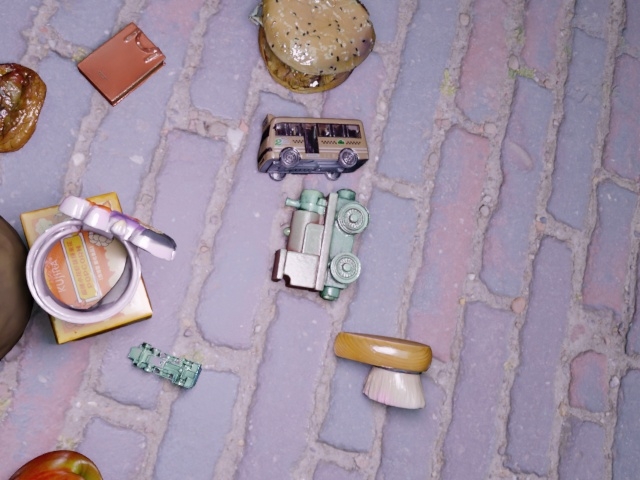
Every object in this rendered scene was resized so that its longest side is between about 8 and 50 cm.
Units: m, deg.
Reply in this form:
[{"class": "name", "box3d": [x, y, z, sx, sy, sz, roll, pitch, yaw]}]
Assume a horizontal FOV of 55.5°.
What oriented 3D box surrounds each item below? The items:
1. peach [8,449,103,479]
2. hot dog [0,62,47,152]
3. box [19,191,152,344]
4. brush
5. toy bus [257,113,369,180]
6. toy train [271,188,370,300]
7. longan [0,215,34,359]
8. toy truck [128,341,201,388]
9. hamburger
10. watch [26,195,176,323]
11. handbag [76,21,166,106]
[{"class": "peach", "box3d": [-0.601, 0.602, 1.305, 0.248, 0.245, 0.275, 41, 81, 22]}, {"class": "hot dog", "box3d": [-0.747, -0.323, 1.450, 0.160, 0.099, 0.227, 12, 75, -16]}, {"class": "box", "box3d": [-0.520, 0.070, 1.370, 0.213, 0.259, 0.284, -18, 87, -17]}, {"class": "brush", "box3d": [0.156, 0.335, 1.594, 0.266, 0.174, 0.166, 12, 87, -7]}, {"class": "toy bus", "box3d": [-0.024, -0.254, 1.639, 0.289, 0.139, 0.157, -3, 78, -19]}, {"class": "toy train", "box3d": [0.000, 0.000, 1.608, 0.221, 0.150, 0.304, 11, 80, -9]}, {"class": "longan", "box3d": [-0.785, 0.089, 1.204, 0.404, 0.436, 0.404, 13, 54, -19]}, {"class": "toy truck", "box3d": [-0.377, 0.305, 1.485, 0.175, 0.081, 0.067, 19, 75, 6]}, {"class": "hamburger", "box3d": [-0.033, -0.559, 1.658, 0.318, 0.195, 0.277, 43, 70, -4]}, {"class": "watch", "box3d": [-0.426, 0.051, 1.173, 0.244, 0.196, 0.231, 25, 82, -15]}, {"class": "handbag", "box3d": [-0.507, -0.454, 1.564, 0.190, 0.063, 0.127, -44, 95, -16]}]
